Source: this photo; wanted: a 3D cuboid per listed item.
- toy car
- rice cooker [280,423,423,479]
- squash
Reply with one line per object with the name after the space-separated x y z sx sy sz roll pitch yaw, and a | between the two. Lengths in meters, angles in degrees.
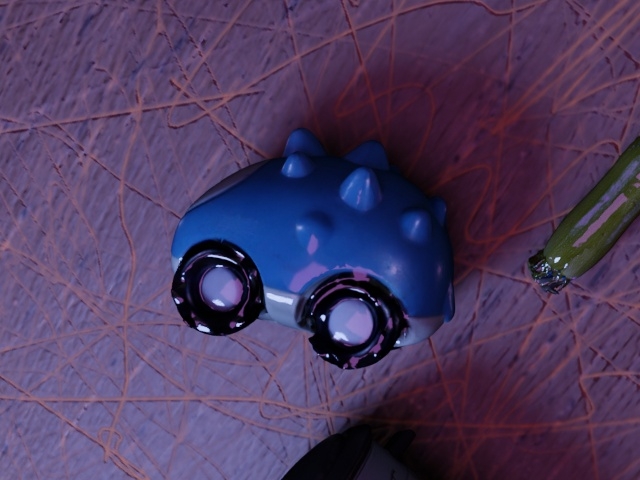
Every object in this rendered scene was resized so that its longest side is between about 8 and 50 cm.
0.000 0.000 1.036 0.255 0.188 0.190 12 96 16 | toy car
0.019 0.301 1.065 0.227 0.241 0.280 38 75 1 | rice cooker
0.252 -0.027 1.029 0.052 0.052 0.183 40 108 5 | squash
